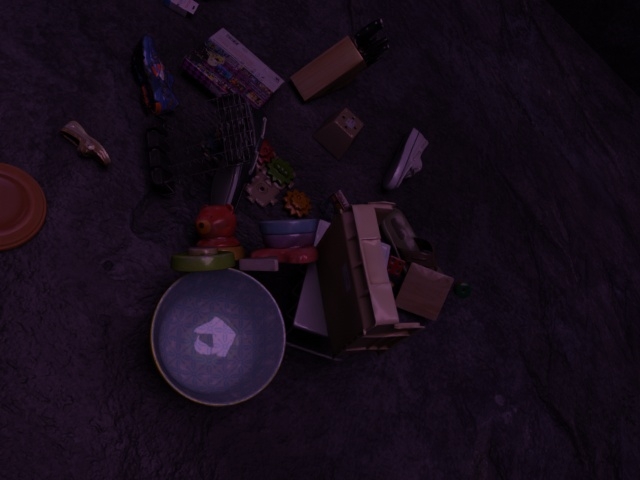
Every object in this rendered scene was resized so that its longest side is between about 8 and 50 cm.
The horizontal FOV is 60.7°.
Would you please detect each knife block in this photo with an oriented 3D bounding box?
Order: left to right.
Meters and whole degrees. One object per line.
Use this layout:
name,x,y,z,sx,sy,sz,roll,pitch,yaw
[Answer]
knife block,0.072,-0.538,1.612,0.275,0.242,0.088,-30,86,-35

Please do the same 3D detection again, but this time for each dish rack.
dish rack,-0.283,-0.234,1.296,0.271,0.074,0.209,-13,75,7

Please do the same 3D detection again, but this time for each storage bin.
storage bin,0.091,0.089,1.139,0.123,0.260,0.263,-2,67,-18

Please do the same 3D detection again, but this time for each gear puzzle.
gear puzzle,-0.153,-0.185,1.458,0.339,0.044,0.175,45,55,-6

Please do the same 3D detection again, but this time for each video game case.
video game case,-0.236,-0.460,1.508,0.232,0.042,0.210,39,46,-11

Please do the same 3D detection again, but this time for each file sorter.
file sorter,0.031,0.131,1.345,0.192,0.173,0.278,20,61,-12

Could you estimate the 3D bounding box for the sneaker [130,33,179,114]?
sneaker,-0.421,-0.419,1.393,0.087,0.083,0.221,-6,78,-45

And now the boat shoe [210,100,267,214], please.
boat shoe,-0.197,-0.187,1.357,0.091,0.114,0.303,11,96,-40

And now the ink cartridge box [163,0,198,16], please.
ink cartridge box,-0.390,-0.662,1.530,0.083,0.028,0.048,27,59,-18

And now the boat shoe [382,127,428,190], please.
boat shoe,0.272,-0.241,1.699,0.088,0.096,0.268,34,49,-8

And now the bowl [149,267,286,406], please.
bowl,-0.236,0.214,1.178,0.289,0.156,0.290,11,65,-26

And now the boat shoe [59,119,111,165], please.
boat shoe,-0.538,-0.215,1.252,0.135,0.050,0.045,43,58,4

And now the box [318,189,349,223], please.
box,0.058,-0.059,1.496,0.027,0.094,0.137,-28,86,-34

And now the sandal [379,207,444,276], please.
sandal,0.276,0.033,1.586,0.120,0.086,0.303,-33,88,-35

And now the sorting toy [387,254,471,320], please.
sorting toy,0.276,0.136,1.533,0.274,0.046,0.132,21,97,-9

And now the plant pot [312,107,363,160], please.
plant pot,0.061,-0.323,1.606,0.109,0.096,0.109,41,56,-8

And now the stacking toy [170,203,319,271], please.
stacking toy,-0.166,-0.015,1.172,0.308,0.279,0.131,-1,94,14

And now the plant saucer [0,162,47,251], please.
plant saucer,-0.672,-0.075,1.122,0.199,0.037,0.200,11,66,-26
